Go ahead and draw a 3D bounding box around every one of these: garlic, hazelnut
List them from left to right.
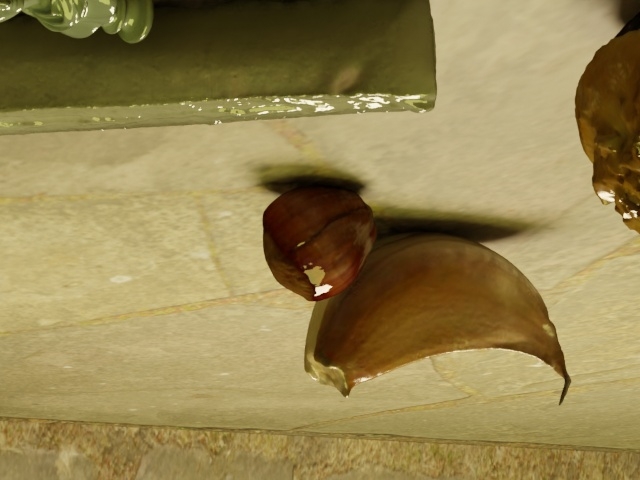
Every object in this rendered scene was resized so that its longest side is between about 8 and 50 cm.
[{"bbox_3d":[0.000,0.000,0.961,0.086,0.086,0.086,1,167,0],"label":"hazelnut"},{"bbox_3d":[0.090,0.046,1.077,0.206,0.128,0.115,0,124,-6],"label":"garlic"}]

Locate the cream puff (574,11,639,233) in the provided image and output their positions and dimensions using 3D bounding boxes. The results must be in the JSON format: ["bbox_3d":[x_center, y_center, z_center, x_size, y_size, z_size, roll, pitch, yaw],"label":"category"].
[{"bbox_3d":[0.208,-0.044,0.629,0.189,0.129,0.189,-2,167,0],"label":"cream puff"}]

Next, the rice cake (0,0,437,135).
[{"bbox_3d":[-0.071,-0.082,0.654,0.256,0.057,0.052,-2,-176,13],"label":"rice cake"}]

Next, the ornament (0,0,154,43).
[{"bbox_3d":[-0.117,-0.105,0.591,0.092,0.041,0.068,-6,174,-12],"label":"ornament"}]
